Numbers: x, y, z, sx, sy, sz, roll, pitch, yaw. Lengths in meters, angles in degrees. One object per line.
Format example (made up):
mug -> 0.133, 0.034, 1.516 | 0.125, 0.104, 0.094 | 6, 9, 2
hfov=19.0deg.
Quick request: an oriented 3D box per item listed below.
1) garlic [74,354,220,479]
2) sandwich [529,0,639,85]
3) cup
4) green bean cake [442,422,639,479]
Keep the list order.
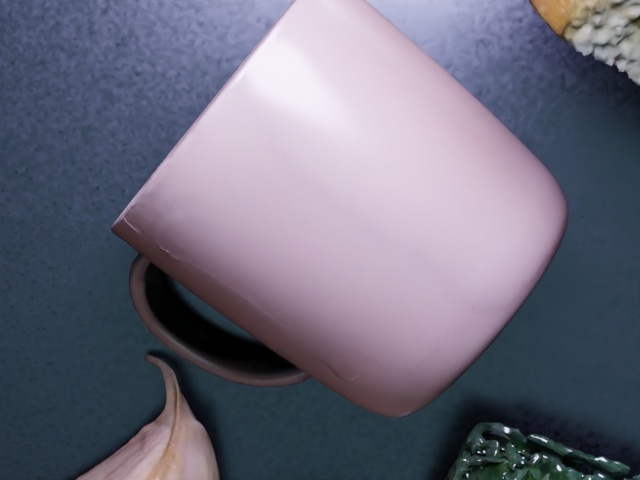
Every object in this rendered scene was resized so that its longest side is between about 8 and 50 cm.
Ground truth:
garlic -> -0.154, 0.198, 1.152 | 0.245, 0.145, 0.164 | -37, 63, 2
sandwich -> 0.221, -0.110, 1.029 | 0.100, 0.288, 0.254 | -36, 91, 22
cup -> 0.000, 0.000, 1.105 | 0.200, 0.191, 0.253 | 39, 124, -6
green bean cake -> 0.151, 0.215, 1.091 | 0.193, 0.208, 0.107 | 26, 121, -5
